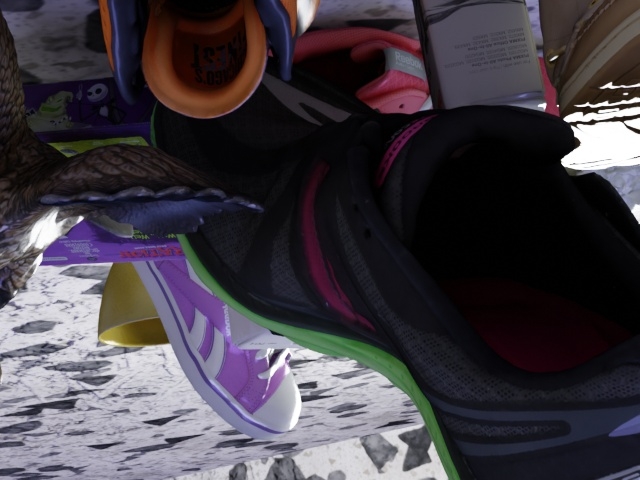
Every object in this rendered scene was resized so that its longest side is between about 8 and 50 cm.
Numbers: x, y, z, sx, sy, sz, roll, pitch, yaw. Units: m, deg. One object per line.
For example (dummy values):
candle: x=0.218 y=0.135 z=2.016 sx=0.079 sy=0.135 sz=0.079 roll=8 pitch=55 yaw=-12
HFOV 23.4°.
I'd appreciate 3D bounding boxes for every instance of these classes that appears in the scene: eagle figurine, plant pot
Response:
eagle figurine: x=-0.173 y=-0.040 z=0.871 sx=0.226 sy=0.225 sz=0.298 roll=9 pitch=142 yaw=-28
plant pot: x=-0.168 y=0.049 z=1.601 sx=0.134 sy=0.095 sz=0.134 roll=-7 pitch=165 yaw=-2

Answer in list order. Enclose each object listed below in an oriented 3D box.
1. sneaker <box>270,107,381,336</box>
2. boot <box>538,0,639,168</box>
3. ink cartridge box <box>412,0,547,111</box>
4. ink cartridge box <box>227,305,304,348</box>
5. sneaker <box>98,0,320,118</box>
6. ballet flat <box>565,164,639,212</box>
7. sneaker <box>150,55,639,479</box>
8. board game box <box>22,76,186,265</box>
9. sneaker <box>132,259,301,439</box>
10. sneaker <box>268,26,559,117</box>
sneaker: x=0.000 y=0.000 z=1.118 sx=0.106 sy=0.078 sz=0.234 roll=-18 pitch=147 yaw=-21
boot: x=0.161 y=-0.158 z=0.819 sx=0.095 sy=0.204 sz=0.262 roll=-6 pitch=171 yaw=4
ink cartridge box: x=0.094 y=-0.136 z=0.966 sx=0.063 sy=0.151 sz=0.109 roll=-10 pitch=164 yaw=2
ink cartridge box: x=-0.008 y=-0.012 z=1.284 sx=0.139 sy=0.191 sz=0.082 roll=0 pitch=163 yaw=-31
sneaker: x=-0.062 y=-0.132 z=0.802 sx=0.124 sy=0.180 sz=0.321 roll=-10 pitch=160 yaw=10
ballet flat: x=0.171 y=-0.056 z=1.358 sx=0.147 sy=0.147 sz=0.409 roll=5 pitch=152 yaw=-41
sneaker: x=0.067 y=-0.008 z=0.851 sx=0.185 sy=0.483 sz=0.202 roll=-22 pitch=130 yaw=-28
board game box: x=-0.235 y=-0.041 z=1.149 sx=0.346 sy=0.056 sz=0.208 roll=-3 pitch=149 yaw=18
sneaker: x=-0.058 y=0.051 z=1.383 sx=0.161 sy=0.282 sz=0.102 roll=-18 pitch=-157 yaw=28
sneaker: x=0.066 y=-0.100 z=1.153 sx=0.313 sy=0.116 sz=0.136 roll=-4 pitch=163 yaw=-16
